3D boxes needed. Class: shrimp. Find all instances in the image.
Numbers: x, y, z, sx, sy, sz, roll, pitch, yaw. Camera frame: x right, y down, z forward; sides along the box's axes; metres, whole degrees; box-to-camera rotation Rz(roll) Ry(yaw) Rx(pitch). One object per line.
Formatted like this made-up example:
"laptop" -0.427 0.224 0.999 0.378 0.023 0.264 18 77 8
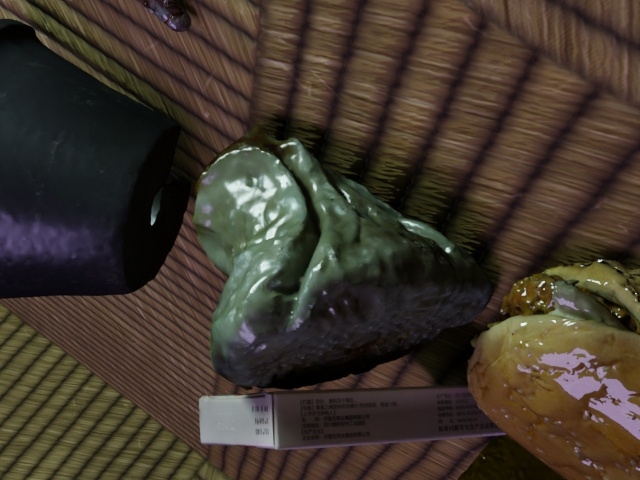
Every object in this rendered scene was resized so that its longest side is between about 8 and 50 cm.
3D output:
"shrimp" -0.167 -0.247 0.929 0.092 0.029 0.038 36 155 15

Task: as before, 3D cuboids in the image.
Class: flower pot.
"flower pot" -0.319 -0.058 1.155 0.251 0.379 0.379 16 150 6

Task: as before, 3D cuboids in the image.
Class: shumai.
"shumai" 0.000 0.000 0.984 0.309 0.304 0.263 96 153 -68

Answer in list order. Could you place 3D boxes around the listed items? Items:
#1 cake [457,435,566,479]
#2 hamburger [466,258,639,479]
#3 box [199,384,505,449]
"cake" 0.287 0.384 1.182 0.260 0.179 0.156 34 155 13
"hamburger" 0.278 0.150 0.864 0.283 0.144 0.259 40 158 11
"box" 0.060 0.203 1.075 0.353 0.069 0.214 1 170 -27
